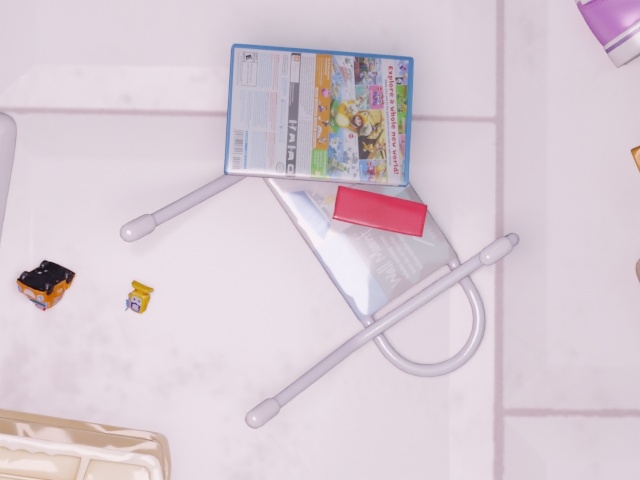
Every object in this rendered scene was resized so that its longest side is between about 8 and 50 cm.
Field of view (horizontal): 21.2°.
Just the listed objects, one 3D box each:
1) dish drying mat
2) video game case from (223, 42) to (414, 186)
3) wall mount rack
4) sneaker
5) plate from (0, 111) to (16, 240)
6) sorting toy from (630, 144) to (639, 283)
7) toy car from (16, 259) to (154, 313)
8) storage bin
[{"bbox_3d":[0.054,-0.026,1.538,0.083,0.008,0.032,12,82,-4],"label":"dish drying mat"},{"bbox_3d":[-0.001,-0.112,1.537,0.166,0.015,0.119,4,83,-6],"label":"video game case"},{"bbox_3d":[0.000,0.000,1.591,0.304,0.130,0.350,-34,88,-5],"label":"wall mount rack"},{"bbox_3d":[0.365,-0.307,1.653,0.282,0.102,0.161,-31,86,-5],"label":"sneaker"},{"bbox_3d":[-0.440,-0.002,1.603,0.277,0.045,0.278,7,85,-3],"label":"plate"},{"bbox_3d":[0.418,0.026,1.599,0.229,0.041,0.307,-23,96,8],"label":"sorting toy"},{"bbox_3d":[-0.224,0.057,1.611,0.122,0.060,0.041,16,117,4],"label":"toy car"},{"bbox_3d":[-0.255,0.220,1.492,0.260,0.262,0.123,8,87,-4],"label":"storage bin"}]
